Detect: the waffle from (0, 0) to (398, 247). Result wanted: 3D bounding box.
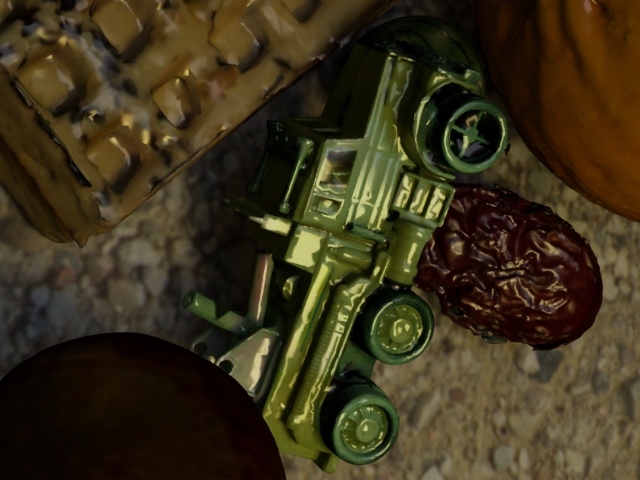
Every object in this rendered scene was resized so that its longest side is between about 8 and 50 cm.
[{"bbox_3d":[-0.093,-0.200,1.058,0.376,0.114,0.261,-41,105,-30],"label":"waffle"}]

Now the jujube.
[{"bbox_3d":[0.121,0.009,1.169,0.166,0.104,0.104,31,68,-24],"label":"jujube"}]

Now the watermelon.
[{"bbox_3d":[0.066,-0.100,1.152,0.109,0.109,0.109,5,80,-31],"label":"watermelon"}]

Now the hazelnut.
[{"bbox_3d":[-0.100,0.172,0.945,0.218,0.218,0.234,27,69,-26],"label":"hazelnut"}]

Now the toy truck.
[{"bbox_3d":[0.004,-0.002,1.033,0.135,0.128,0.259,22,96,-28],"label":"toy truck"}]

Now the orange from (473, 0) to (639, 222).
[{"bbox_3d":[0.256,-0.171,1.138,0.293,0.340,0.340,8,78,-34],"label":"orange"}]
